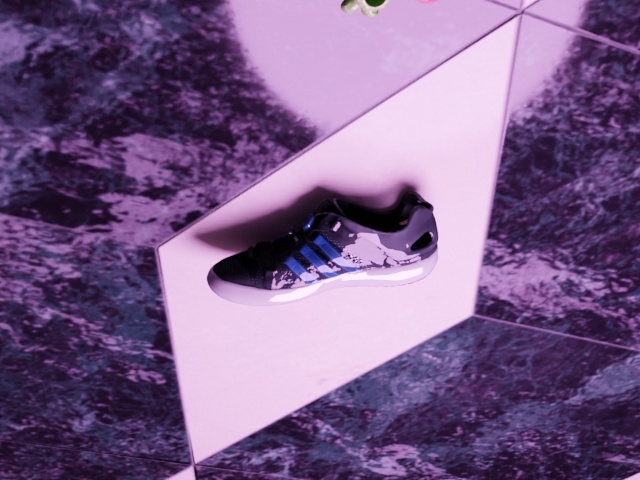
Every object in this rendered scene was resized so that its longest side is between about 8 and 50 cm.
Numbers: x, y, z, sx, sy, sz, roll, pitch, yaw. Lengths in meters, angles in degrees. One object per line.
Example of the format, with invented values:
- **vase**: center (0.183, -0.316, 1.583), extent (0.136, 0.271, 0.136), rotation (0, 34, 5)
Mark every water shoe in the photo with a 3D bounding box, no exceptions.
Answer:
- **water shoe**: center (0.000, 0.000, 0.975), extent (0.203, 0.073, 0.080), rotation (-8, 118, -8)

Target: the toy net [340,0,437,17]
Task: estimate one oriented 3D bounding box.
- **toy net**: center (0.115, -0.214, 0.758), extent (0.232, 0.045, 0.122), rotation (-17, 138, 7)
